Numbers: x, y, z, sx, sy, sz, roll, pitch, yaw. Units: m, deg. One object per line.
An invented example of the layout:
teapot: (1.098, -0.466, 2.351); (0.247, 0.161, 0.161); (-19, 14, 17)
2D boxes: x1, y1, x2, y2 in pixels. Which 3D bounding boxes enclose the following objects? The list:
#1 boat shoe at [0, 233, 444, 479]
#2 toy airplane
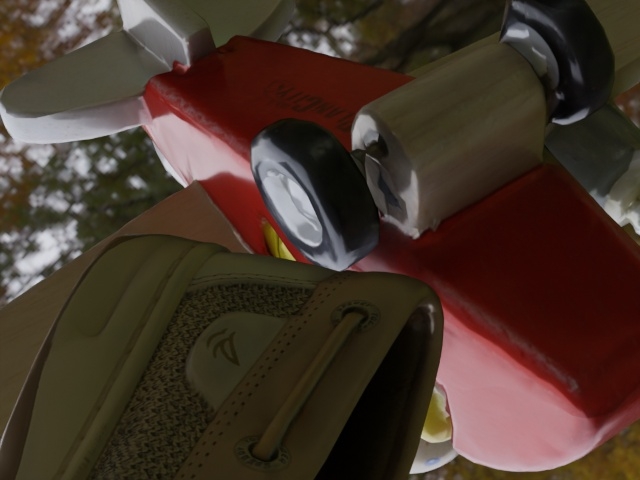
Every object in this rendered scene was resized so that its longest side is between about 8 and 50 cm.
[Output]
boat shoe: (-0.038, 0.127, 0.291); (0.122, 0.110, 0.341); (78, -160, -45)
toy airplane: (0.000, 0.000, 0.650); (0.384, 0.386, 0.273); (-70, -35, -55)
